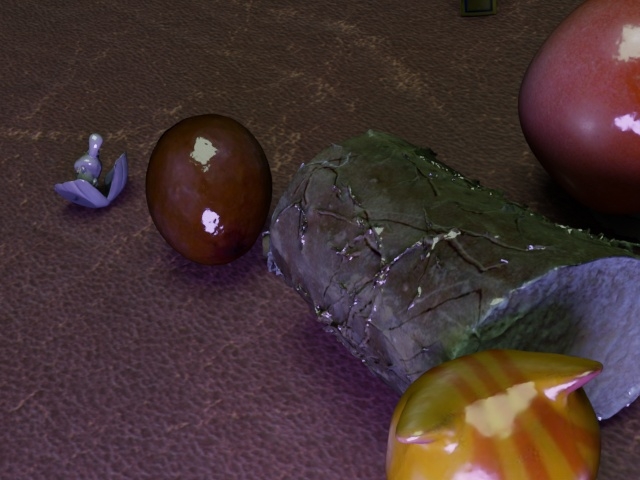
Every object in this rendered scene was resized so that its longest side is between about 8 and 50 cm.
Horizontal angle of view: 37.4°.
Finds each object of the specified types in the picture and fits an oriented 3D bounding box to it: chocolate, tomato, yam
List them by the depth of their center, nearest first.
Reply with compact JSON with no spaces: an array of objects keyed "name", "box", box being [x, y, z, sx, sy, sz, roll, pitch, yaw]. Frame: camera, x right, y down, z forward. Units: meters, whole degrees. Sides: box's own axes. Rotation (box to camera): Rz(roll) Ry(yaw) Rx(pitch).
[{"name":"yam","box":[0.121,0.038,0.893,0.241,0.241,0.348,-31,42,-23]},{"name":"tomato","box":[0.341,-0.154,1.038,0.224,0.256,0.256,38,56,13]},{"name":"chocolate","box":[-0.123,-0.053,1.101,0.177,0.177,0.177,-6,40,5]}]

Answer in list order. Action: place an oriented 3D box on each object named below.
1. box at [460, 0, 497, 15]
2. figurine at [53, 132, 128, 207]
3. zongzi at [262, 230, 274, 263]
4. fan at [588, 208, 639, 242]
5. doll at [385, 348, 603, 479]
[{"name":"box","box":[0.252,-0.476,1.526,0.064,0.141,0.220,0,40,11]},{"name":"figurine","box":[-0.297,-0.088,1.243,0.082,0.094,0.086,23,72,-17]},{"name":"zongzi","box":[0.000,0.000,1.103,0.104,0.052,0.113,20,35,39]},{"name":"fan","box":[0.375,-0.006,1.051,0.191,0.009,0.329,10,42,25]},{"name":"doll","box":[0.130,0.196,0.696,0.167,0.269,0.162,-24,27,-14]}]
